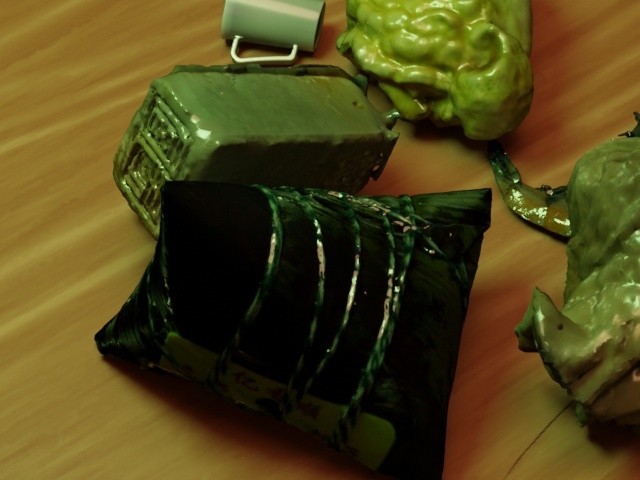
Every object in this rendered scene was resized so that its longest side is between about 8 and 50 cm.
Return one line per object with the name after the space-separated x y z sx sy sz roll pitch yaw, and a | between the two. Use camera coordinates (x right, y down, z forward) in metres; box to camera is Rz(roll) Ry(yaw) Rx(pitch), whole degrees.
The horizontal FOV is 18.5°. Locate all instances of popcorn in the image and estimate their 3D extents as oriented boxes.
0.127 -0.239 2.203 0.225 0.174 0.286 -5 53 13 | popcorn

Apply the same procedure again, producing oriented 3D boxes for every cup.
-0.060 -0.245 2.270 0.116 0.074 0.104 14 73 4 | cup

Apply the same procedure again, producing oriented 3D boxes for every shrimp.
0.291 -0.105 2.164 0.198 0.051 0.262 20 54 16 | shrimp

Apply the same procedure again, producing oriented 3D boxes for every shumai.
0.325 0.072 1.860 0.314 0.267 0.262 23 49 25 | shumai

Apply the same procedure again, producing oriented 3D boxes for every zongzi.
-0.029 0.038 1.828 0.383 0.362 0.319 6 66 0 | zongzi

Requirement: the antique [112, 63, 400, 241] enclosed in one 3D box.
-0.053 -0.100 1.988 0.284 0.150 0.125 -11 52 -37 | antique
